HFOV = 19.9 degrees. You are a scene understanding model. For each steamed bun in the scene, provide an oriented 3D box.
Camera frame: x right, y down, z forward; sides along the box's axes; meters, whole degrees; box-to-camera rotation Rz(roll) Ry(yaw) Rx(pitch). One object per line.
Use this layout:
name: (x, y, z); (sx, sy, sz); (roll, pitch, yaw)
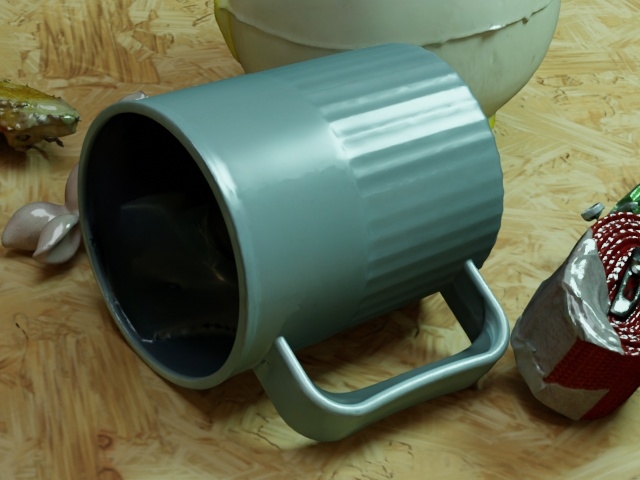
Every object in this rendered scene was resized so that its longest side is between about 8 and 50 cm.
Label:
steamed bun: (0.080, -0.254, 1.943); (0.334, 0.334, 0.374); (30, 38, 31)

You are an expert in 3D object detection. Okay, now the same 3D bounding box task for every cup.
cup: (0.000, -0.019, 1.634); (0.311, 0.257, 0.331); (-19, 40, -34)

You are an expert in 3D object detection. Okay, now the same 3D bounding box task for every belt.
belt: (0.256, 0.074, 1.660); (0.128, 0.124, 0.201); (36, 41, 3)

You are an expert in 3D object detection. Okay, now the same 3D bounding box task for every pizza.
pizza: (-0.359, -0.133, 1.915); (0.226, 0.069, 0.147); (8, 13, -3)

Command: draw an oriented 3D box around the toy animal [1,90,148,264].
toy animal: (-0.205, -0.038, 1.781); (0.212, 0.124, 0.124); (-43, 50, -9)

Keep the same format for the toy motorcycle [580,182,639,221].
toy motorcycle: (0.325, -0.024, 1.818); (0.074, 0.106, 0.190); (58, 24, -2)
